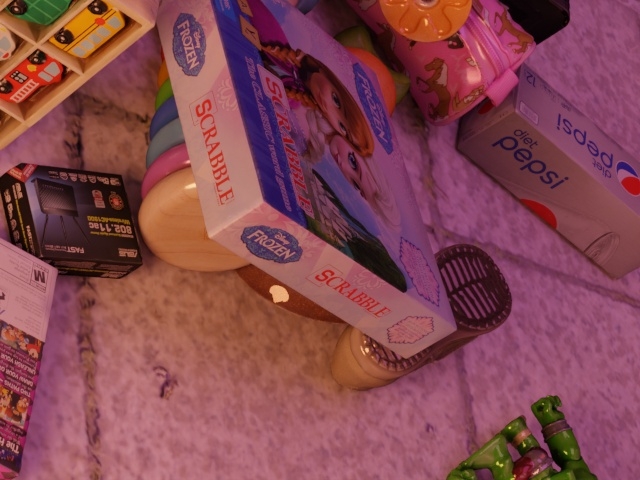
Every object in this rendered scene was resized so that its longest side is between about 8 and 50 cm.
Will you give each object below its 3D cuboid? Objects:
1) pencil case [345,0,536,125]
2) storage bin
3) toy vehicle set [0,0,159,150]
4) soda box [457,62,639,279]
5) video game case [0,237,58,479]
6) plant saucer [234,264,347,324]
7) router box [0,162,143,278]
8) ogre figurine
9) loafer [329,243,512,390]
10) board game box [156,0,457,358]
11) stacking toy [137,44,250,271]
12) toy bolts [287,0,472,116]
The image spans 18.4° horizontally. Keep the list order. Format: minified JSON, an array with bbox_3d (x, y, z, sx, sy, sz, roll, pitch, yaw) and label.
[{"bbox_3d":[0.080,-0.311,2.191,0.386,0.160,0.167,53,28,-10],"label":"pencil case"},{"bbox_3d":[0.201,-0.309,2.357,0.180,0.122,0.084,32,45,-30],"label":"storage bin"},{"bbox_3d":[-0.278,-0.167,1.620,0.166,0.267,0.035,32,45,-28],"label":"toy vehicle set"},{"bbox_3d":[0.295,-0.079,2.326,0.286,0.098,0.091,38,41,-25],"label":"soda box"},{"bbox_3d":[-0.328,0.062,1.593,0.232,0.042,0.210,31,46,-31],"label":"video game case"},{"bbox_3d":[0.000,0.000,1.929,0.198,0.036,0.199,13,40,-11],"label":"plant saucer"},{"bbox_3d":[-0.223,-0.016,1.764,0.122,0.038,0.092,5,63,-46],"label":"router box"},{"bbox_3d":[0.215,0.246,2.027,0.118,0.097,0.197,51,26,8],"label":"ogre figurine"},{"bbox_3d":[0.097,0.079,2.007,0.268,0.092,0.102,-22,84,-49],"label":"loafer"},{"bbox_3d":[-0.017,-0.086,1.794,0.318,0.066,0.319,33,34,-50],"label":"board game box"},{"bbox_3d":[-0.113,-0.136,1.908,0.141,0.141,0.330,25,42,-35],"label":"stacking toy"},{"bbox_3d":[0.025,-0.236,2.053,0.228,0.218,0.158,45,26,-6],"label":"toy bolts"}]
